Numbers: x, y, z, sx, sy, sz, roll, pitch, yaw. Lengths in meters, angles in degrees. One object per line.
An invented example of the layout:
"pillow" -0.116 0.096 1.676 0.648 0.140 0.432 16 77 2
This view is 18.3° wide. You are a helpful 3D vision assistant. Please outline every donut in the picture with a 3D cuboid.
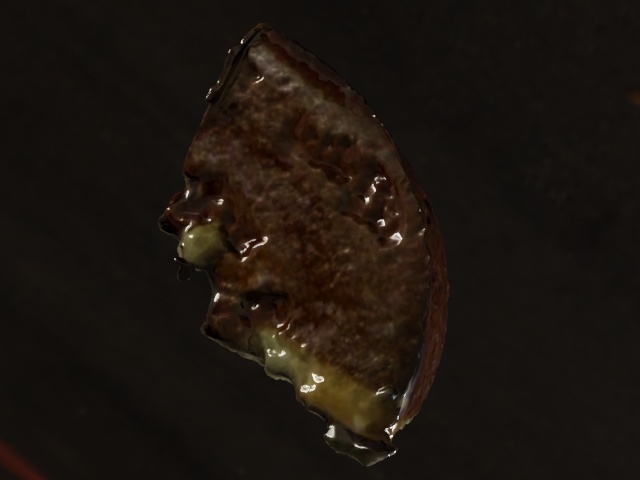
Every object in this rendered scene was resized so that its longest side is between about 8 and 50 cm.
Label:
"donut" 0.010 0.004 1.000 0.187 0.144 0.126 39 -173 14
